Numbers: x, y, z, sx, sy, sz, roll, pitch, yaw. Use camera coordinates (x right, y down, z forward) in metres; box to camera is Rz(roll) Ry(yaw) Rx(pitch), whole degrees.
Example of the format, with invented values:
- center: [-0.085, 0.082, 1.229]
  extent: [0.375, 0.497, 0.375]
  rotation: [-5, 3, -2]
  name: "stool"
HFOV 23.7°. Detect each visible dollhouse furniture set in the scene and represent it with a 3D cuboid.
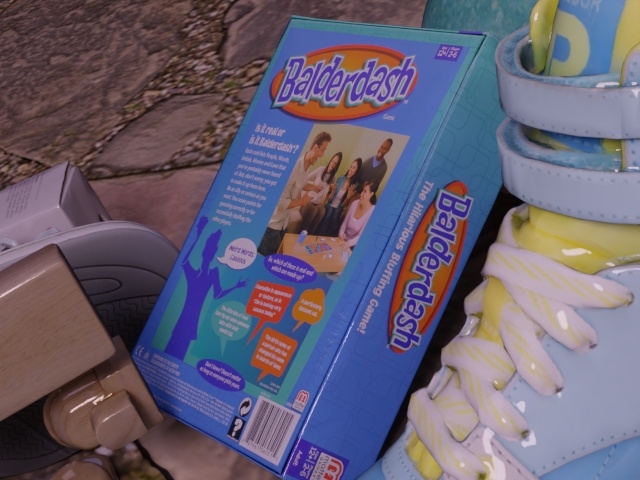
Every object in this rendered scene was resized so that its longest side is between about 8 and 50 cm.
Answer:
- center: [-0.153, 0.083, 0.705]
  extent: [0.144, 0.151, 0.123]
  rotation: [-30, 26, -6]
  name: "dollhouse furniture set"

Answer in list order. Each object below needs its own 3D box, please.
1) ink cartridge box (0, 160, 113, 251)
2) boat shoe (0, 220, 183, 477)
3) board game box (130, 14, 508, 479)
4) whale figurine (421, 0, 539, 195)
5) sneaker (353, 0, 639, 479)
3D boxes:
- center: [-0.179, 0.030, 0.877]
  extent: [0.135, 0.099, 0.056]
  rotation: [-24, 27, 12]
  name: "ink cartridge box"
- center: [-0.210, 0.076, 0.815]
  extent: [0.320, 0.118, 0.103]
  rotation: [-33, 28, 10]
  name: "boat shoe"
- center: [0.000, 0.000, 0.715]
  extent: [0.160, 0.047, 0.210]
  rotation: [18, 81, 55]
  name: "board game box"
- center: [0.162, -0.140, 0.795]
  extent: [0.216, 0.141, 0.272]
  rotation: [5, 42, 49]
  name: "whale figurine"
- center: [0.075, 0.019, 0.531]
  extent: [0.319, 0.208, 0.127]
  rotation: [-33, 28, -7]
  name: "sneaker"
